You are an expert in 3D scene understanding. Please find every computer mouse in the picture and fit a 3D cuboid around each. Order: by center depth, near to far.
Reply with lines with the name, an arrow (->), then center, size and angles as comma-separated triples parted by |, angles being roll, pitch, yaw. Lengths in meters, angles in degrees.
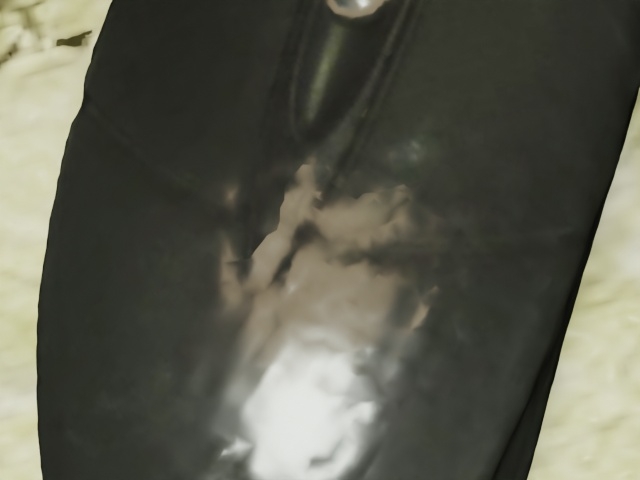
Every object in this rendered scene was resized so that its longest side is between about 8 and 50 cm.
computer mouse -> 0.000, 0.000, 0.441 | 0.138, 0.086, 0.269 | 15, 89, 11
